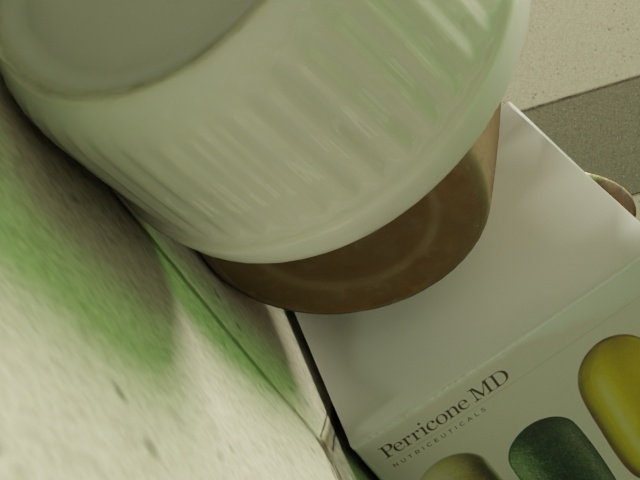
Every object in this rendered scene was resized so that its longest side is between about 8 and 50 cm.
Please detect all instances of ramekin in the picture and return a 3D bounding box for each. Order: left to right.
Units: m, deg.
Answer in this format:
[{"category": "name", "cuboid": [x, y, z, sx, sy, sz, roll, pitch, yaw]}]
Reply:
[{"category": "ramekin", "cuboid": [-0.034, -0.104, 0.391, 0.109, 0.207, 0.207, 33, 20, -53]}]

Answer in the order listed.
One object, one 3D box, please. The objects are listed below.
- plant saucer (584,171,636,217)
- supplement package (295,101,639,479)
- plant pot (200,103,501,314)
[{"category": "plant saucer", "cuboid": [0.164, 0.023, 0.995, 0.310, 0.311, 0.050, 47, 33, -59]}, {"category": "supplement package", "cuboid": [0.137, 0.093, 0.658, 0.262, 0.199, 0.198, 52, 6, -33]}, {"category": "plant pot", "cuboid": [0.006, -0.089, 0.560, 0.263, 0.263, 0.229, 50, 23, -43]}]
